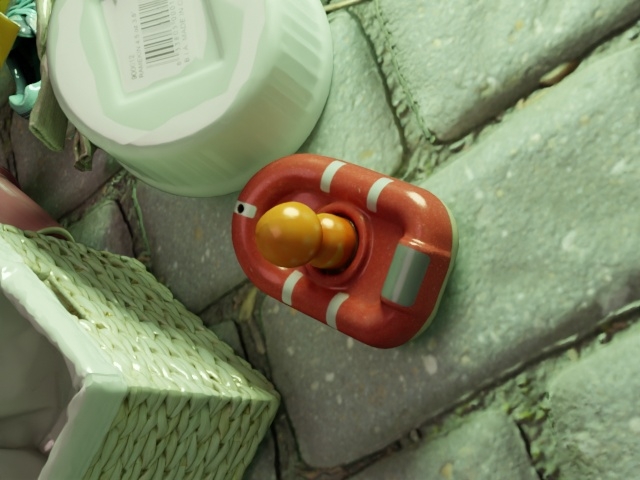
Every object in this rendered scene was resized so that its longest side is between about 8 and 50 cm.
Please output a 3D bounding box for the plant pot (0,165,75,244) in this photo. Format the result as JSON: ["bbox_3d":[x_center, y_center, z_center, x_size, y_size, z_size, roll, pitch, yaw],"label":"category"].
[{"bbox_3d":[-0.403,0.011,1.340,0.180,0.201,0.201,24,97,25],"label":"plant pot"}]

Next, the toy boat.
[{"bbox_3d":[0.000,0.000,1.009,0.231,0.151,0.151,23,96,41],"label":"toy boat"}]

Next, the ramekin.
[{"bbox_3d":[-0.137,-0.190,1.111,0.277,0.135,0.277,-2,82,16],"label":"ramekin"}]

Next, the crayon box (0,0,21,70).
[{"bbox_3d":[-0.501,-0.273,1.308,0.318,0.081,0.202,37,119,0],"label":"crayon box"}]

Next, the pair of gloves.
[{"bbox_3d":[-0.273,-0.189,1.237,0.042,0.240,0.204,5,83,7],"label":"pair of gloves"}]

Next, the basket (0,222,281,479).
[{"bbox_3d":[-0.273,0.190,1.132,0.328,0.266,0.331,38,107,39],"label":"basket"}]

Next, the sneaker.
[{"bbox_3d":[-0.339,-0.268,1.371,0.110,0.122,0.283,-27,65,35],"label":"sneaker"}]
